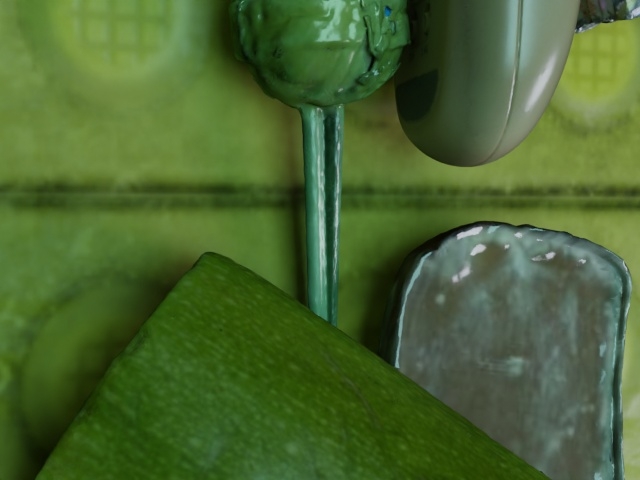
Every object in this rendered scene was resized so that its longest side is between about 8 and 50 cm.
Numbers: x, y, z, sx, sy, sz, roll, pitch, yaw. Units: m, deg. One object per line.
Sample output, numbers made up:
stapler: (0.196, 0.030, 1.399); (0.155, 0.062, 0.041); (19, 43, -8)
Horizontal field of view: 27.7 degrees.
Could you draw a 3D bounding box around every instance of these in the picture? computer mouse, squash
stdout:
computer mouse: (0.089, -0.158, 0.702); (0.081, 0.145, 0.237); (2, 88, -12)
squash: (0.002, 0.135, 0.636); (0.252, 0.093, 0.169); (35, 80, 3)

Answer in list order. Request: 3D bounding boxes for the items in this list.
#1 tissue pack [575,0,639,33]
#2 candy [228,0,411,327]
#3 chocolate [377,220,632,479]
tissue pack: (0.196, -0.219, 0.806); (0.115, 0.065, 0.155); (-21, 103, -27)
candy: (0.000, 0.000, 0.710); (0.093, 0.092, 0.336); (-22, 115, -64)
chocolate: (0.093, 0.118, 0.754); (0.156, 0.080, 0.254); (9, 81, -22)
